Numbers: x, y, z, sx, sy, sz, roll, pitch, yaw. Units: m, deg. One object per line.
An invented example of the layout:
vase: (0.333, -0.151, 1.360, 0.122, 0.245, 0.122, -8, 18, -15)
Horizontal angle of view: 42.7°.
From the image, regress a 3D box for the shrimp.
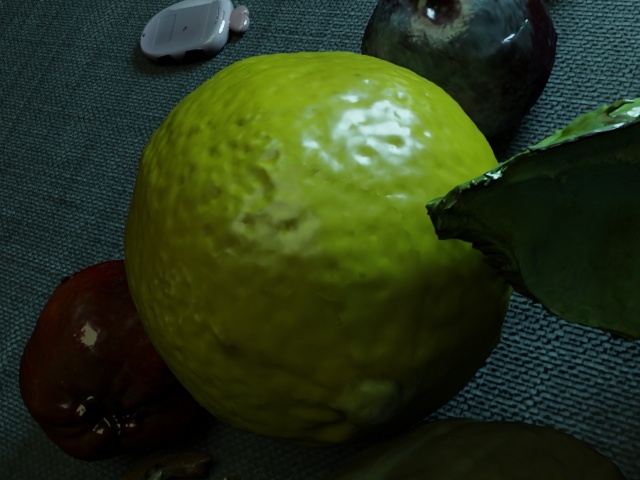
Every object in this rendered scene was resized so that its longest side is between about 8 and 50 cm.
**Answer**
shrimp: (-0.148, 0.251, 0.759, 0.187, 0.051, 0.132, -22, 56, 16)

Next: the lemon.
lemon: (0.000, -0.001, 0.664, 0.336, 0.336, 0.336, -11, 59, 20)

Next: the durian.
durian: (0.256, -0.013, 0.521, 0.394, 0.198, 0.163, 1, 83, -12)

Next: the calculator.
calculator: (-0.168, -0.281, 1.082, 0.166, 0.024, 0.103, -6, 61, 23)

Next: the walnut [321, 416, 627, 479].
walnut: (0.084, 0.241, 0.544, 0.283, 0.283, 0.227, -26, 99, 11)

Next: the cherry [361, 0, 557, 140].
cherry: (0.128, -0.184, 0.789, 0.195, 0.195, 0.195, -11, 59, 20)

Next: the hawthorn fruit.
hawthorn fruit: (-0.196, 0.101, 0.793, 0.185, 0.185, 0.202, -26, 39, 11)

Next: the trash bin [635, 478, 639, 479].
trash bin: (0.326, 0.264, 0.437, 0.252, 0.203, 0.301, 4, 55, -18)
